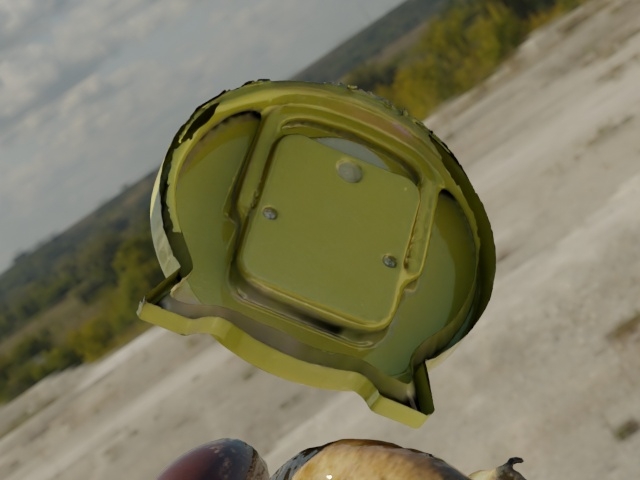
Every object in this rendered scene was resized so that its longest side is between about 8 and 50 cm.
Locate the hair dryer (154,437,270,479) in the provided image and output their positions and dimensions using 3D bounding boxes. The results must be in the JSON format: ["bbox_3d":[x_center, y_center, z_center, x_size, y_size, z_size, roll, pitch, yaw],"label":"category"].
[{"bbox_3d":[-0.211,0.358,1.603,0.340,0.123,0.312,-37,9,40],"label":"hair dryer"}]

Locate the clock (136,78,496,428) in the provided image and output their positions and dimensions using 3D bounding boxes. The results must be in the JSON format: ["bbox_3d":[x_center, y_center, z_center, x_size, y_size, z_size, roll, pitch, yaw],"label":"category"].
[{"bbox_3d":[-0.001,0.001,1.238,0.293,0.277,0.071,-65,3,-39],"label":"clock"}]

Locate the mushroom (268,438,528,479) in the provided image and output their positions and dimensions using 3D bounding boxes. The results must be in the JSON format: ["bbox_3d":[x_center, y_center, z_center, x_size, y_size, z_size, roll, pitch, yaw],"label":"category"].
[{"bbox_3d":[0.085,0.201,0.808,0.146,0.278,0.278,-61,16,-22],"label":"mushroom"}]
